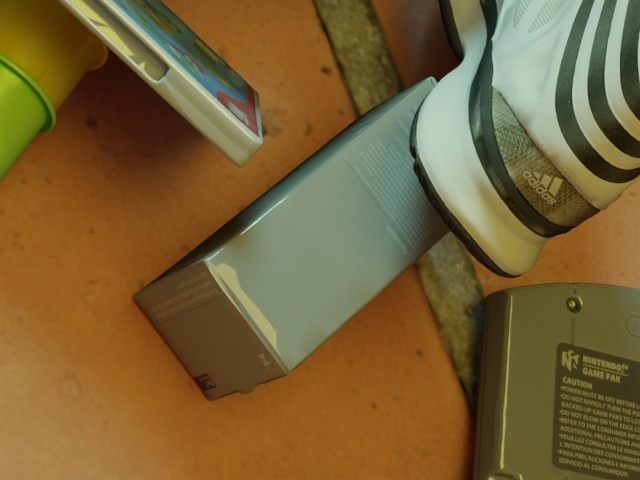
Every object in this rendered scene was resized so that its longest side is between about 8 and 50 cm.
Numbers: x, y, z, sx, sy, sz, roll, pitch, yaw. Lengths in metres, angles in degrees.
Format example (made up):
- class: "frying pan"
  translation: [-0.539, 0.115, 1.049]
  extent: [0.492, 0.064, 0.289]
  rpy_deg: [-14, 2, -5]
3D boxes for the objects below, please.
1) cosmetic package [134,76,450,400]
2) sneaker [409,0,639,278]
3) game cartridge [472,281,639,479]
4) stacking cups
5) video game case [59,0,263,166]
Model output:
- class: "cosmetic package"
  translation: [0.000, 0.000, 1.242]
  extent: [0.238, 0.127, 0.107]
  rpy_deg: [-37, 96, -33]
- class: "sneaker"
  translation: [0.220, -0.169, 1.253]
  extent: [0.169, 0.257, 0.447]
  rpy_deg: [47, 29, -21]
- class: "game cartridge"
  translation: [0.250, 0.138, 1.383]
  extent: [0.294, 0.060, 0.196]
  rpy_deg: [15, 73, -24]
- class: "stacking cups"
  translation: [-0.252, -0.031, 1.129]
  extent: [0.096, 0.096, 0.316]
  rpy_deg: [38, 61, -14]
- class: "video game case"
  translation: [-0.149, -0.171, 1.182]
  extent: [0.285, 0.204, 0.025]
  rpy_deg: [43, 98, -12]
